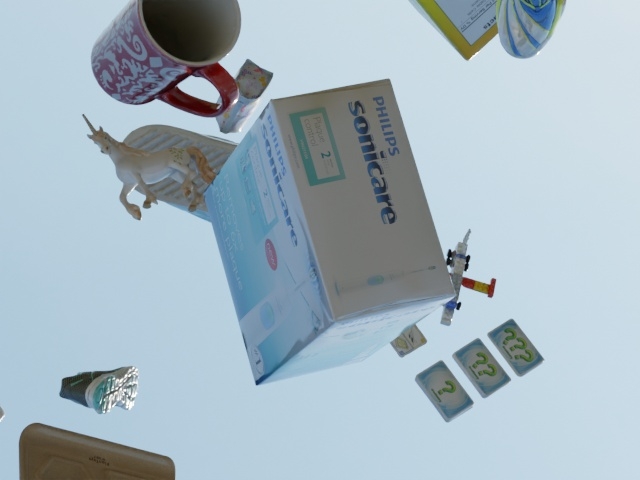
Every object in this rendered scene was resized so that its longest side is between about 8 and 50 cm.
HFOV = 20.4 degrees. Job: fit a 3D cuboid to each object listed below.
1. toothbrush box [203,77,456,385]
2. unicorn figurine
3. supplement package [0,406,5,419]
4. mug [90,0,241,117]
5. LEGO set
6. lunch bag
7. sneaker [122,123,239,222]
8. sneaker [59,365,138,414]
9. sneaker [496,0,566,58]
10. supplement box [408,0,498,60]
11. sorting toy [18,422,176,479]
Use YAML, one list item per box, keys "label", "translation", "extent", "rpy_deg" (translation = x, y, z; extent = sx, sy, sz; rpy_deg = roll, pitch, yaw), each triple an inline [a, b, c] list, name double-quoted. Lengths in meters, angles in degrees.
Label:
- label: "toothbrush box"
  translation: [0.000, 0.000, 1.710]
  extent: [0.126, 0.216, 0.295]
  rpy_deg: [-12, 169, -20]
- label: "unicorn figurine"
  translation: [-0.203, -0.083, 2.066]
  extent: [0.162, 0.060, 0.111]
  rpy_deg: [0, -123, -35]
- label: "supplement package"
  translation: [-0.525, 0.213, 1.963]
  extent: [0.199, 0.198, 0.262]
  rpy_deg: [-28, -167, 24]
- label: "mug"
  translation: [-0.165, -0.191, 1.841]
  extent: [0.113, 0.150, 0.169]
  rpy_deg: [-6, 170, -30]
- label: "LEGO set"
  translation: [0.176, 0.102, 2.423]
  extent: [0.182, 0.060, 0.244]
  rpy_deg: [-28, -107, -25]
- label: "lunch bag"
  translation: [-0.104, -0.186, 2.321]
  extent: [0.053, 0.071, 0.083]
  rpy_deg: [29, -139, -4]
- label: "sneaker"
  translation: [-0.079, -0.065, 2.344]
  extent: [0.366, 0.135, 0.150]
  rpy_deg: [25, -174, 11]
- label: "sneaker"
  translation: [-0.300, 0.197, 2.410]
  extent: [0.076, 0.065, 0.166]
  rpy_deg: [9, 179, 16]
- label: "sneaker"
  translation: [0.262, -0.352, 2.246]
  extent: [0.091, 0.240, 0.126]
  rpy_deg: [14, -174, 25]
- label: "supplement box"
  translation: [0.167, -0.479, 2.686]
  extent: [0.356, 0.194, 0.195]
  rpy_deg: [45, -174, -40]
- label: "sorting toy"
  translation: [-0.242, 0.310, 1.945]
  extent: [0.193, 0.038, 0.208]
  rpy_deg: [18, -139, -25]
